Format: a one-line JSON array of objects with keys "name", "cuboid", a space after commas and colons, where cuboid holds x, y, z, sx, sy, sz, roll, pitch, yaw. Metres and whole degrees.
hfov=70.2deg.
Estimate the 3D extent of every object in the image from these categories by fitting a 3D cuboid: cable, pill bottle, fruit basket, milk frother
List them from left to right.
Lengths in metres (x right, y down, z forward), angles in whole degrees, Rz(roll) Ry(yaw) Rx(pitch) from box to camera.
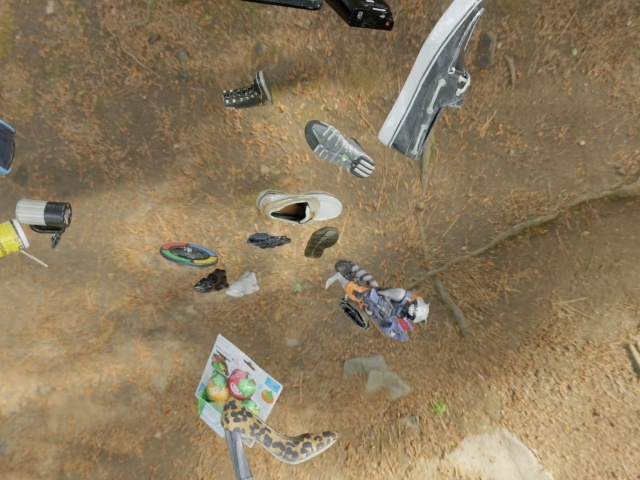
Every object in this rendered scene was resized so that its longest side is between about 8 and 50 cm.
[{"name": "pill bottle", "cuboid": [-0.664, 0.006, 0.919, 0.116, 0.065, 0.065, -27, 83, -32]}, {"name": "milk frother", "cuboid": [-0.864, -0.052, 1.412, 0.134, 0.143, 0.129, 4, 118, -10]}, {"name": "fruit basket", "cuboid": [-0.334, 0.586, 1.750, 0.327, 0.165, 0.353, 35, 122, 18]}, {"name": "cable", "cuboid": [-0.212, 0.008, 1.893, 0.184, 0.150, 0.047, -1, 73, -3]}]

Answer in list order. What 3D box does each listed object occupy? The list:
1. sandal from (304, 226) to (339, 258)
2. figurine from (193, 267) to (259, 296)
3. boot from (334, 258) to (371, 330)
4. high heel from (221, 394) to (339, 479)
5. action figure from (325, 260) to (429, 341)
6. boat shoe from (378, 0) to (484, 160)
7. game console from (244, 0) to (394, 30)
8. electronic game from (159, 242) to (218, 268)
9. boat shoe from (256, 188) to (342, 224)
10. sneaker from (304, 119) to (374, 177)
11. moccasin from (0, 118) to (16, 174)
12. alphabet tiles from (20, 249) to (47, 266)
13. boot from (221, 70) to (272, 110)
[{"name": "sandal", "cuboid": [0.000, 0.000, 1.644, 0.090, 0.219, 0.060, 14, 59, -12]}, {"name": "figurine", "cuboid": [-0.371, 0.179, 1.813, 0.214, 0.209, 0.092, 5, 96, 9]}, {"name": "boot", "cuboid": [0.122, 0.199, 1.731, 0.263, 0.229, 0.091, 46, 117, 6]}, {"name": "high heel", "cuboid": [-0.094, 0.428, 1.068, 0.261, 0.093, 0.186, -11, 70, -19]}, {"name": "action figure", "cuboid": [0.187, 0.170, 1.437, 0.330, 0.341, 0.178, 18, 67, 29]}, {"name": "boat shoe", "cuboid": [0.207, -0.269, 0.781, 0.102, 0.108, 0.301, 36, 129, 10]}, {"name": "game console", "cuboid": [-0.031, -0.489, 0.880, 0.213, 0.361, 0.044, 58, 141, 29]}, {"name": "electronic game", "cuboid": [-0.522, 0.056, 1.811, 0.229, 0.229, 0.048, 18, 104, 9]}, {"name": "boat shoe", "cuboid": [-0.056, -0.098, 1.499, 0.302, 0.103, 0.113, -1, 125, -26]}, {"name": "sneaker", "cuboid": [0.044, -0.267, 1.269, 0.228, 0.132, 0.086, 34, 114, -25]}, {"name": "moccasin", "cuboid": [-0.637, -0.229, 0.726, 0.137, 0.342, 0.117, 6, 70, 3]}, {"name": "alphabet tiles", "cuboid": [-1.018, 0.008, 1.500, 0.198, 0.237, 0.009, 20, 67, 35]}, {"name": "boot", "cuboid": [-0.265, -0.525, 1.630, 0.178, 0.236, 0.085, -10, 89, -2]}]
